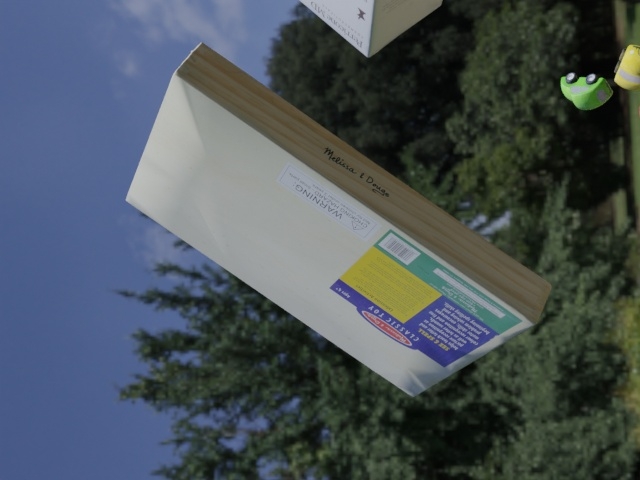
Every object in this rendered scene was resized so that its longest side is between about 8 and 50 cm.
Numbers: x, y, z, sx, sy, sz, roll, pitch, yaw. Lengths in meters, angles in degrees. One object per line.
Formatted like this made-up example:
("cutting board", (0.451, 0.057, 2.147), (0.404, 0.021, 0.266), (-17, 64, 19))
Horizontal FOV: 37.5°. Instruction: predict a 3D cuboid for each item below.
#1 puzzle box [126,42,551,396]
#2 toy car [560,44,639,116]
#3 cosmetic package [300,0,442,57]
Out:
("puzzle box", (0.000, 0.000, 0.980), (0.052, 0.409, 0.272), (-58, 5, -31))
("toy car", (0.530, -0.261, 1.706), (0.239, 0.225, 0.053), (41, -110, -40))
("cosmetic package", (0.072, -0.381, 1.263), (0.151, 0.151, 0.184), (-39, -21, -20))
